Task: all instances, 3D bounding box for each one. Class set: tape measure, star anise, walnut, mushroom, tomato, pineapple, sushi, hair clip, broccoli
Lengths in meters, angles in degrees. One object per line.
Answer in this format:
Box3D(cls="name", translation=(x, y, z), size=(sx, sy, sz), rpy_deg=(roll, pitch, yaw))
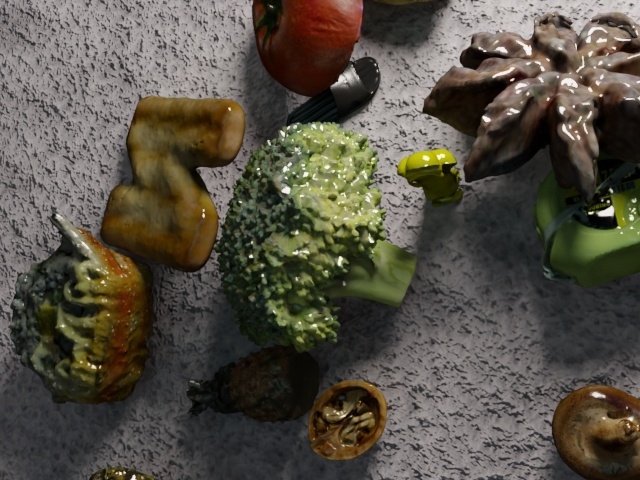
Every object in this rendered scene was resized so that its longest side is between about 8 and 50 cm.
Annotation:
Box3D(cls="tape measure", translation=(0.345, -0.030, 0.969), size=(0.200, 0.106, 0.175), rpy_deg=(-22, 56, 18))
Box3D(cls="star anise", translation=(0.281, -0.173, 0.953), size=(0.331, 0.117, 0.332), rpy_deg=(-7, 42, 6))
Box3D(cls="walnut", translation=(0.040, 0.234, 1.071), size=(0.121, 0.052, 0.091), rpy_deg=(-41, 73, 12))
Box3D(cls="mushroom", translation=(0.335, 0.226, 0.953), size=(0.126, 0.085, 0.109), rpy_deg=(41, 132, 18))
Box3D(cls="tomato", translation=(-0.033, -0.306, 1.100), size=(0.225, 0.085, 0.225), rpy_deg=(8, 100, 58))
Box3D(cls="pineapple", translation=(-0.100, 0.199, 1.109), size=(0.197, 0.108, 0.108), rpy_deg=(-14, 78, 31))
Box3D(cls="sushi", translation=(-0.330, 0.102, 1.161), size=(0.184, 0.139, 0.274), rpy_deg=(19, 101, 28))
Box3D(cls="hair clip", translation=(0.143, -0.082, 1.014), size=(0.072, 0.173, 0.046), rpy_deg=(-15, 78, 19))
Box3D(cls="broccoli", translation=(-0.015, -0.003, 1.027), size=(0.260, 0.235, 0.288), rpy_deg=(29, 106, 22))

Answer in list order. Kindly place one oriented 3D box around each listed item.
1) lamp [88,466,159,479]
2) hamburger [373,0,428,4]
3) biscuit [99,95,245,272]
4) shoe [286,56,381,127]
Box3D(cls="lamp", translation=(-0.280, 0.421, 1.075), size=(0.247, 0.247, 0.247), rpy_deg=(-3, 82, 19))
Box3D(cls="hamburger", translation=(0.081, -0.396, 1.102), size=(0.207, 0.135, 0.155), rpy_deg=(1, 82, 22))
Box3D(cls="biscuit", translation=(-0.209, -0.087, 1.140), size=(0.290, 0.062, 0.237), rpy_deg=(11, 86, 53))
Box3D(cls="shoe", translation=(0.014, -0.200, 1.142), size=(0.159, 0.053, 0.062), rpy_deg=(-35, 69, 15))
